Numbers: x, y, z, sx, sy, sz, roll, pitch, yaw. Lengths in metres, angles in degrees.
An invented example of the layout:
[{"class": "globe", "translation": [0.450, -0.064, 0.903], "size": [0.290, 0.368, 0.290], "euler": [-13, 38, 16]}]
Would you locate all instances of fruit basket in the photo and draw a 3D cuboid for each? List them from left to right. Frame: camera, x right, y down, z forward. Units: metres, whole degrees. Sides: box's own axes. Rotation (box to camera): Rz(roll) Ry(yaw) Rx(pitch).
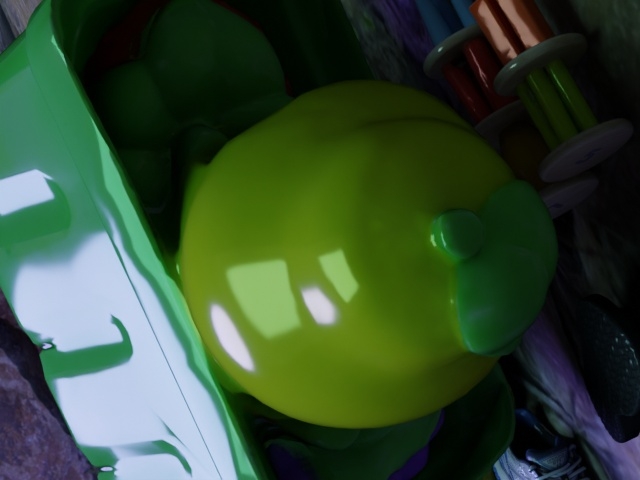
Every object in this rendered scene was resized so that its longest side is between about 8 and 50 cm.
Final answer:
[{"class": "fruit basket", "translation": [0.000, 0.000, 0.937], "size": [0.392, 0.283, 0.392], "euler": [14, 119, 28]}]

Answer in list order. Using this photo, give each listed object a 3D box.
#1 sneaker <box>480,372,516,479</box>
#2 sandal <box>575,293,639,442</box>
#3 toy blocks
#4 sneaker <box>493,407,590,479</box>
[{"class": "sneaker", "translation": [0.066, 0.167, 1.264], "size": [0.109, 0.123, 0.295], "euler": [55, 162, 33]}, {"class": "sandal", "translation": [0.170, 0.067, 0.946], "size": [0.179, 0.040, 0.067], "euler": [66, -179, -72]}, {"class": "toy blocks", "translation": [0.096, -0.093, 0.907], "size": [0.148, 0.054, 0.123], "euler": [62, 165, 16]}, {"class": "sneaker", "translation": [0.150, 0.159, 1.112], "size": [0.135, 0.052, 0.058], "euler": [49, 153, 46]}]
